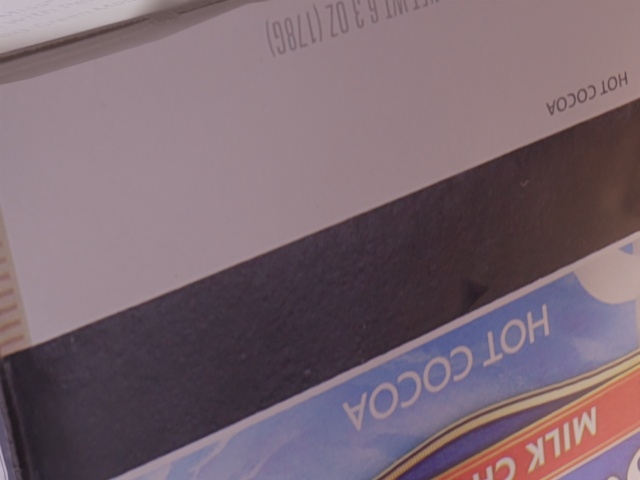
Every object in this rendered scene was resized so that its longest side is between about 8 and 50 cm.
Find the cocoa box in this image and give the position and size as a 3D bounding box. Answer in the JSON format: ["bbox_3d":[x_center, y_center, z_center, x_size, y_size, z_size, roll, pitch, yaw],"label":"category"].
[{"bbox_3d":[0.000,0.000,0.532,0.347,0.228,0.231,-23,-156,-34],"label":"cocoa box"}]
